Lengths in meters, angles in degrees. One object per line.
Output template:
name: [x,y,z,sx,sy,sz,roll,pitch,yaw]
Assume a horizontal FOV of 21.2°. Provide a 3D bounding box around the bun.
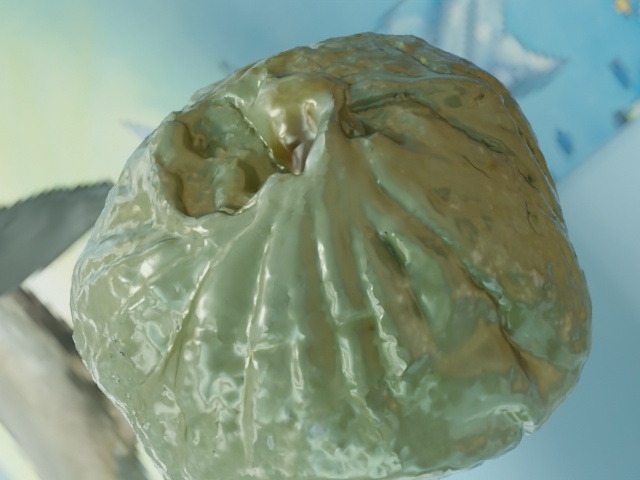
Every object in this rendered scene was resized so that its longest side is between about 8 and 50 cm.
bun: [0.000,0.000,1.087,0.349,0.352,0.227,17,140,42]
